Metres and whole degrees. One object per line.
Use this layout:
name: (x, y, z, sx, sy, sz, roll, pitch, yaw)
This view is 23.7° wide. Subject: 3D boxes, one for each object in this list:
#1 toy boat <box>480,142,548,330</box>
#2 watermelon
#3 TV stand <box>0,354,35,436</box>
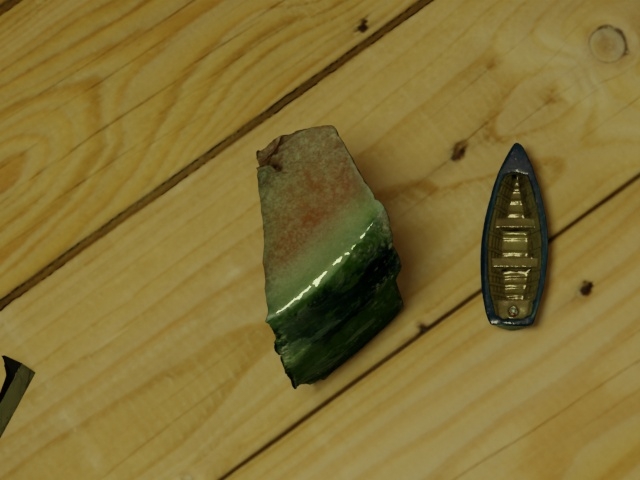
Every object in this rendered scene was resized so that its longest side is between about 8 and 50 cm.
toy boat: (0.233, -0.004, 1.833, 0.080, 0.046, 0.229, -1, 70, 11)
watermelon: (0.015, 0.003, 1.761, 0.151, 0.264, 0.302, -10, 66, 6)
TV stand: (-0.429, 0.264, 1.864, 0.040, 0.049, 0.256, 22, 77, 18)
